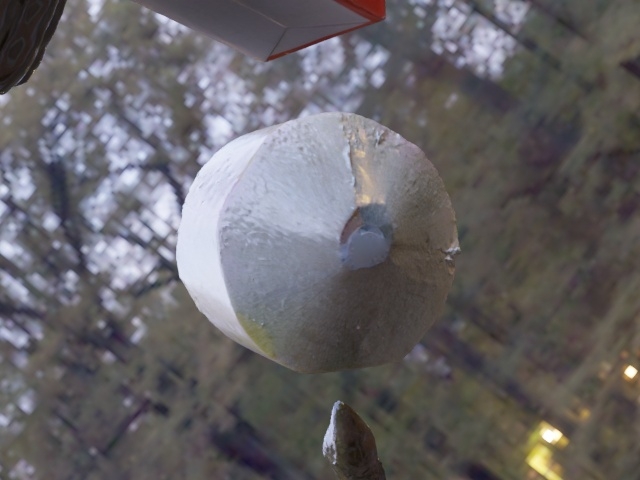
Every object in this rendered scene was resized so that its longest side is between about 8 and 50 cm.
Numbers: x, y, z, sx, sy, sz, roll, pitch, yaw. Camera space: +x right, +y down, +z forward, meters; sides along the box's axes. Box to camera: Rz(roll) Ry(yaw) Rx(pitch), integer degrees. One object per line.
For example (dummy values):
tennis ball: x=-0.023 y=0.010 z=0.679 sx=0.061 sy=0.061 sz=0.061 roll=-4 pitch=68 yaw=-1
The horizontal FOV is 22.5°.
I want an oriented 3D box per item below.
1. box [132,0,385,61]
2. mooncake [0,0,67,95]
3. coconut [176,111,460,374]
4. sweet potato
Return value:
box: x=-0.053 y=-0.222 z=1.244 sx=0.133 sy=0.099 sz=0.182 roll=-18 pitch=-26 yaw=36
mooncake: x=-0.306 y=-0.256 z=1.136 sx=0.187 sy=0.324 sz=0.324 roll=-56 pitch=-13 yaw=20
coconut: x=0.000 y=0.000 z=0.912 sx=0.147 sy=0.147 sz=0.152 roll=-49 pitch=18 yaw=-13
sweet potato: x=0.025 y=0.162 z=1.118 sx=0.041 sy=0.038 sz=0.153 roll=-19 pitch=-50 yaw=-13
